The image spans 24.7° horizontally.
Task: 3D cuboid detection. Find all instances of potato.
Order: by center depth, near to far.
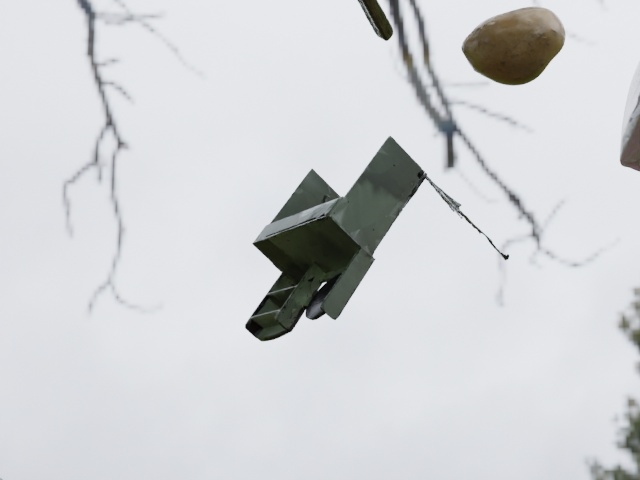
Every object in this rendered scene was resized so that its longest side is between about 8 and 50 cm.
[{"bbox_3d":[0.281,-0.280,2.102,0.147,0.112,0.112,-21,-23,16],"label":"potato"}]

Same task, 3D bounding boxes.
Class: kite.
[{"bbox_3d":[0.153,-0.034,1.622,0.011,0.157,0.139,-45,-10,4],"label":"kite"}]

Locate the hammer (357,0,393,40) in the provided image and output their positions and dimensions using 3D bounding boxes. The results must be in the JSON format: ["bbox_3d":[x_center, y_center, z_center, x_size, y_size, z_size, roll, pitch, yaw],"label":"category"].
[{"bbox_3d":[-0.007,-0.221,0.919,0.029,0.058,0.292,38,-10,39],"label":"hammer"}]

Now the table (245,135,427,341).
[{"bbox_3d":[0.000,0.000,1.333,0.062,0.175,0.146,43,-28,-15],"label":"table"}]

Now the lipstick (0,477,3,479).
[{"bbox_3d":[-0.274,0.230,1.016,0.048,0.158,0.048,28,-28,16],"label":"lipstick"}]

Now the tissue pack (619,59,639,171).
[{"bbox_3d":[0.460,-0.201,1.811,0.124,0.225,0.185,20,-57,4],"label":"tissue pack"}]
